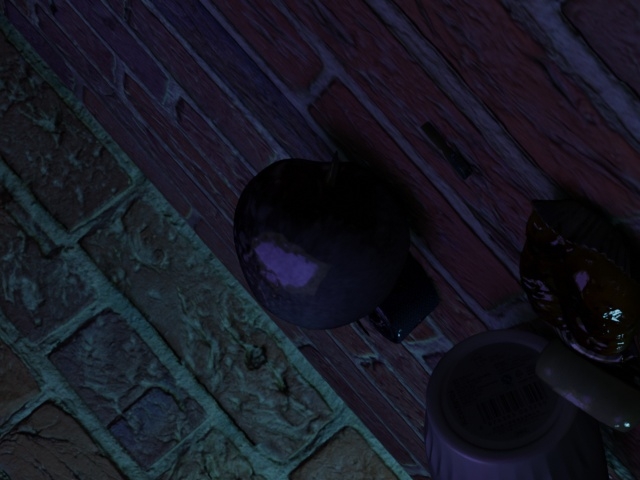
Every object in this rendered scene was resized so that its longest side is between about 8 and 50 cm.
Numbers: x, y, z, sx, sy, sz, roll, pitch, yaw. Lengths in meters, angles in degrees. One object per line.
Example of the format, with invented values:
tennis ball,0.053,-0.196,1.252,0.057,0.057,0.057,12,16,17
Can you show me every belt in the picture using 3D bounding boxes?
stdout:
belt,0.070,0.054,2.117,0.230,0.126,0.139,47,166,5

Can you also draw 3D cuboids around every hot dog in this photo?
hot dog,0.283,0.051,1.482,0.162,0.082,0.270,44,168,27

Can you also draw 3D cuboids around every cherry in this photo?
cherry,0.000,0.000,1.927,0.254,0.218,0.296,11,135,6

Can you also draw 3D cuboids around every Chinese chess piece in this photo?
Chinese chess piece,0.330,0.173,1.636,0.144,0.058,0.144,31,-174,-4

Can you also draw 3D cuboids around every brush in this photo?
brush,0.151,-0.107,1.604,0.084,0.016,0.013,50,155,-6

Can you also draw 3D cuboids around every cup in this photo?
cup,0.274,0.299,1.883,0.253,0.253,0.372,40,162,34
